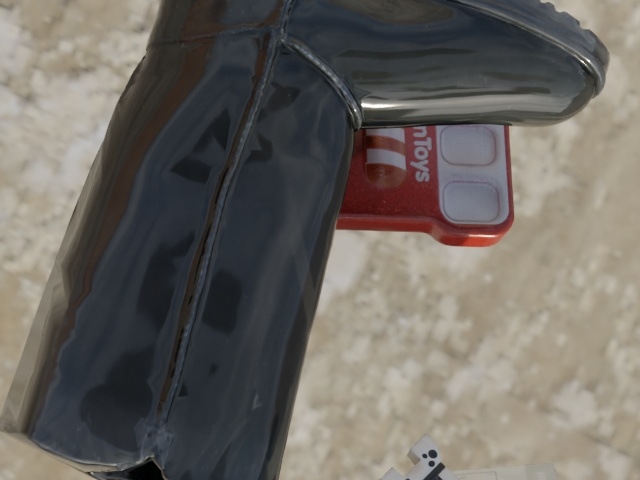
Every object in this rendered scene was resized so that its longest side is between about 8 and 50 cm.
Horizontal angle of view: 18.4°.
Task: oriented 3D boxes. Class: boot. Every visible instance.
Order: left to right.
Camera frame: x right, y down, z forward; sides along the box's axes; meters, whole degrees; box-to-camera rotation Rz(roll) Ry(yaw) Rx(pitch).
[{"bbox_3d":[-0.002,-0.001,1.483,0.146,0.367,0.445,130,-23,-70],"label":"boot"}]

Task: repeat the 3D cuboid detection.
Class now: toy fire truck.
[{"bbox_3d":[0.046,-0.141,1.769,0.169,0.254,0.302,114,-23,-66],"label":"toy fire truck"}]

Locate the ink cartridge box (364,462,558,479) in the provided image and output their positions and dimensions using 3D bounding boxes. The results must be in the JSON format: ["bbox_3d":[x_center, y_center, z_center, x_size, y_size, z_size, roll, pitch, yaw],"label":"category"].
[{"bbox_3d":[0.087,0.377,2.153,0.385,0.308,0.091,-7,117,1],"label":"ink cartridge box"}]

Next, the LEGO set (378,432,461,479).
[{"bbox_3d":[0.030,0.258,1.428,0.227,0.093,0.087,-43,167,-23],"label":"LEGO set"}]
